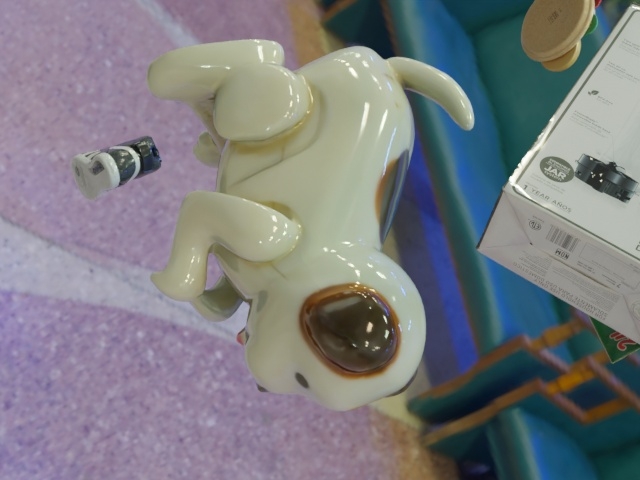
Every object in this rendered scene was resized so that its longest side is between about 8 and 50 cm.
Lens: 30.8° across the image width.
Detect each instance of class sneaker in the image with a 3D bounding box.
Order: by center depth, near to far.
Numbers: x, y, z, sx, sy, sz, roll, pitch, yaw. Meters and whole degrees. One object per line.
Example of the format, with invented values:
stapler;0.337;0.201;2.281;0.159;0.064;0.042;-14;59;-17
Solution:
sneaker;-0.330;-0.123;1.925;0.121;0.217;0.079;-23;102;-25

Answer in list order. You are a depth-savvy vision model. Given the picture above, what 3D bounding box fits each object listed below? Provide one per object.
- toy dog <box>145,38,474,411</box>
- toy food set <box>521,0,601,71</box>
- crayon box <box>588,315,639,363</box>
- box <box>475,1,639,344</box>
toy dog;0.000;0.000;1.359;0.284;0.396;0.407;85;-4;-69
toy food set;0.215;-0.196;1.040;0.020;0.082;0.083;25;15;-35
crayon box;0.472;-0.002;1.524;0.081;0.318;0.202;43;20;-36
box;0.279;-0.067;1.013;0.169;0.087;0.290;29;54;12
